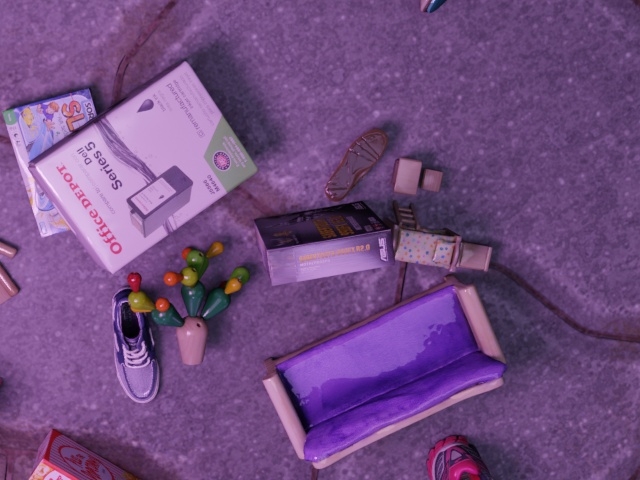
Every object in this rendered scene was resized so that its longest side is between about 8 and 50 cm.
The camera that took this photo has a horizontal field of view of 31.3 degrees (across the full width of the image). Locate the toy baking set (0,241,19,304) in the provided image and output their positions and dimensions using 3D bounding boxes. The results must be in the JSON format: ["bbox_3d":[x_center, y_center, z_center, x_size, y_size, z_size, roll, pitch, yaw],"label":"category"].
[{"bbox_3d":[-0.595,0.048,1.747,0.256,0.030,0.197,31,94,-11],"label":"toy baking set"}]

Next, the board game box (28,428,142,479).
[{"bbox_3d":[-0.353,0.380,1.774,0.193,0.147,0.045,33,93,-12],"label":"board game box"}]

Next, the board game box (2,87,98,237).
[{"bbox_3d":[-0.390,-0.119,1.747,0.136,0.035,0.201,-17,101,-5],"label":"board game box"}]

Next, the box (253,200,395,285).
[{"bbox_3d":[0.000,0.000,1.721,0.183,0.231,0.056,-9,103,-6],"label":"box"}]

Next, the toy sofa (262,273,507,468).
[{"bbox_3d":[0.100,0.201,1.795,0.362,0.177,0.150,-24,102,-3],"label":"toy sofa"}]

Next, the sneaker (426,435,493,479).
[{"bbox_3d":[0.260,0.477,1.892,0.120,0.112,0.299,-26,102,-3],"label":"sneaker"}]

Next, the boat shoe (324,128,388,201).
[{"bbox_3d":[0.054,-0.121,1.804,0.050,0.045,0.135,42,95,-4],"label":"boat shoe"}]

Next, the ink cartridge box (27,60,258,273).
[{"bbox_3d":[-0.264,-0.108,1.698,0.273,0.115,0.198,-37,106,-13],"label":"ink cartridge box"}]

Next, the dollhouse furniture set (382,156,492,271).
[{"bbox_3d":[0.200,-0.037,1.808,0.181,0.101,0.161,9,97,-9],"label":"dollhouse furniture set"}]

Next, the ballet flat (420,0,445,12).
[{"bbox_3d":[0.224,-0.460,1.766,0.248,0.086,0.086,-45,102,-1],"label":"ballet flat"}]

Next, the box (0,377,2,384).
[{"bbox_3d":[-0.652,0.220,1.709,0.300,0.142,0.154,29,94,-11],"label":"box"}]

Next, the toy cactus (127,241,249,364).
[{"bbox_3d":[-0.206,0.100,1.753,0.219,0.112,0.181,-17,114,-49],"label":"toy cactus"}]

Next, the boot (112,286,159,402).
[{"bbox_3d":[-0.293,0.171,1.780,0.069,0.086,0.190,-12,100,-6],"label":"boot"}]
